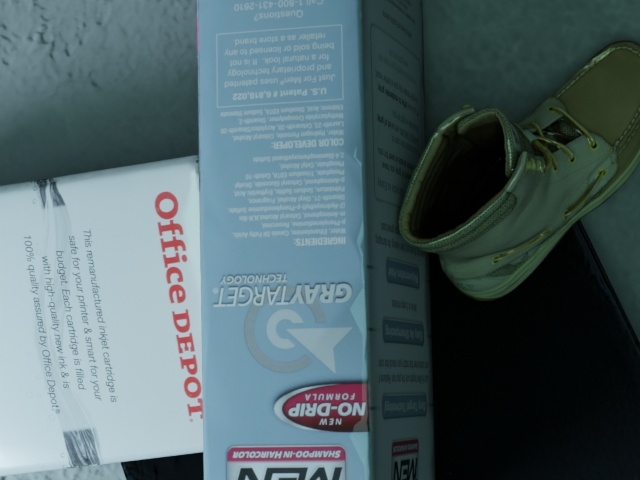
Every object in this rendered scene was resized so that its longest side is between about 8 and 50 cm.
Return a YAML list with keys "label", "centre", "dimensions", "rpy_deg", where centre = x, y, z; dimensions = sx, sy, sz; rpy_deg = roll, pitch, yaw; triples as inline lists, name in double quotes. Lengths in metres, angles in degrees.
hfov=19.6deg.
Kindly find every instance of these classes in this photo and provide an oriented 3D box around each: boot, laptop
- label: "boot"
  centre: [0.143, -0.063, 1.225]
  dimensions: [0.077, 0.165, 0.213]
  rpy_deg: [41, 92, 24]
- label: "laptop"
  centre: [0.104, 0.228, 1.364]
  dimensions: [0.382, 0.236, 0.408]
  rpy_deg: [-27, 124, 11]

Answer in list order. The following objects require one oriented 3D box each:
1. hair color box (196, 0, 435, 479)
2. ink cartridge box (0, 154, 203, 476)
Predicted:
- label: "hair color box"
  centre: [0.000, 0.000, 1.205]
  dimensions: [0.114, 0.185, 0.374]
  rpy_deg: [-3, 85, 15]
- label: "ink cartridge box"
  centre: [-0.181, 0.055, 1.298]
  dimensions: [0.273, 0.115, 0.198]
  rpy_deg: [-8, 92, 14]
